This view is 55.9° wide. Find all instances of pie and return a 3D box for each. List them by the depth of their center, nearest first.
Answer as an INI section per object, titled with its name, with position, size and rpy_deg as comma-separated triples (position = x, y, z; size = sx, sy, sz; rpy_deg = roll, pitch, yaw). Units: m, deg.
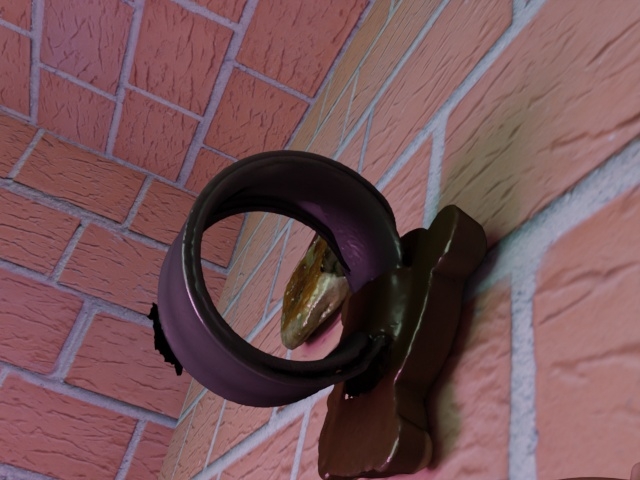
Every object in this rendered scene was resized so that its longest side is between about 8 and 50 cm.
[pie]
position = -0.007, 0.085, 1.213
size = 0.302, 0.067, 0.302
rpy_deg = -61, 13, 25

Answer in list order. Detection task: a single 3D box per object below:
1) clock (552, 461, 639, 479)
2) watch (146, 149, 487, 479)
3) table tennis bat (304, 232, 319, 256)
[clock]
position = 0.109, 0.200, 0.254
size = 0.227, 0.142, 0.241
rpy_deg = -40, 13, 6
[watch]
position = -0.026, 0.077, 0.710
size = 0.314, 0.327, 0.335
rpy_deg = 135, 154, -59
[table tennis bat]
position = 0.000, 0.000, 1.438
size = 0.154, 0.021, 0.274
rpy_deg = -99, 33, -67
